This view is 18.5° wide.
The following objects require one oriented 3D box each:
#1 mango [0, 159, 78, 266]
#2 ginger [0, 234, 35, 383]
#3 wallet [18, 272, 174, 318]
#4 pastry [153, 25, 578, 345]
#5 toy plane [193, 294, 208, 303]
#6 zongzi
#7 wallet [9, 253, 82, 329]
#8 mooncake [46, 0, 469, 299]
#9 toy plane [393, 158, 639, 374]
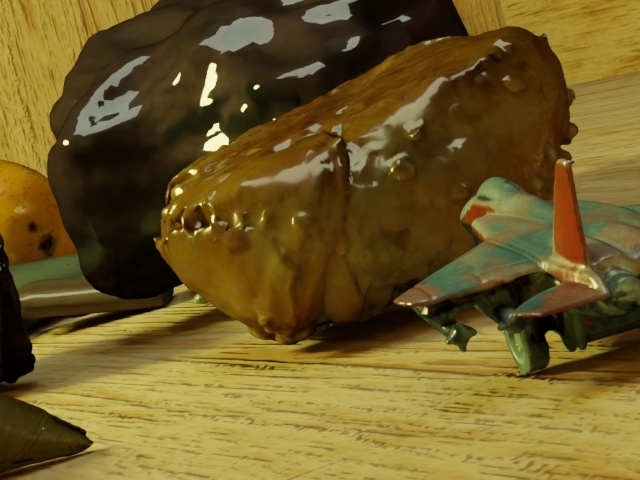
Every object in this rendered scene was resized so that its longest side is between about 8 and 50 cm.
[{"bbox_3d":[-0.384,-0.001,2.340,0.191,0.160,0.290,13,-16,-18],"label":"mango"},{"bbox_3d":[-0.371,0.046,1.607,0.223,0.200,0.269,-15,5,-16],"label":"ginger"},{"bbox_3d":[-0.223,0.054,1.929,0.152,0.039,0.118,-6,7,2],"label":"wallet"},{"bbox_3d":[0.043,-0.026,1.376,0.310,0.162,0.255,-26,16,-1],"label":"pastry"},{"bbox_3d":[-0.004,-0.009,1.763,0.262,0.088,0.192,-19,32,8],"label":"toy plane"},{"bbox_3d":[-0.249,0.129,1.196,0.176,0.078,0.160,15,-29,-25],"label":"zongzi"},{"bbox_3d":[-0.395,0.077,2.051,0.252,0.083,0.360,-7,6,22],"label":"wallet"},{"bbox_3d":[-0.045,-0.111,1.681,0.381,0.212,0.351,-15,28,21],"label":"mooncake"},{"bbox_3d":[0.130,0.009,1.083,0.223,0.104,0.326,-16,1,-11],"label":"toy plane"}]
